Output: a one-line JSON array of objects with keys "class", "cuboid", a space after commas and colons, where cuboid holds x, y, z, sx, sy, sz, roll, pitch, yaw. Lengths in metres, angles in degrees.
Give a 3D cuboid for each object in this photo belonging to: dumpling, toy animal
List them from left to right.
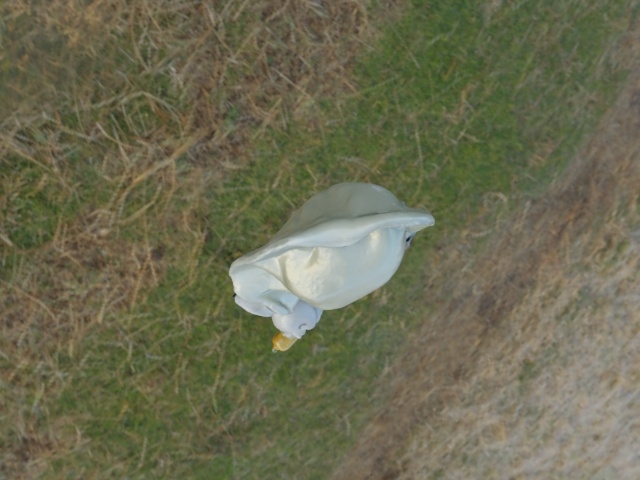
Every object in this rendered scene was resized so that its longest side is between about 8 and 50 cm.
[{"class": "toy animal", "cuboid": [-0.062, 0.121, 1.377, 0.131, 0.127, 0.182, -35, 172, 40]}, {"class": "dumpling", "cuboid": [0.000, 0.000, 1.174, 0.243, 0.187, 0.318, 7, 147, -43]}]
